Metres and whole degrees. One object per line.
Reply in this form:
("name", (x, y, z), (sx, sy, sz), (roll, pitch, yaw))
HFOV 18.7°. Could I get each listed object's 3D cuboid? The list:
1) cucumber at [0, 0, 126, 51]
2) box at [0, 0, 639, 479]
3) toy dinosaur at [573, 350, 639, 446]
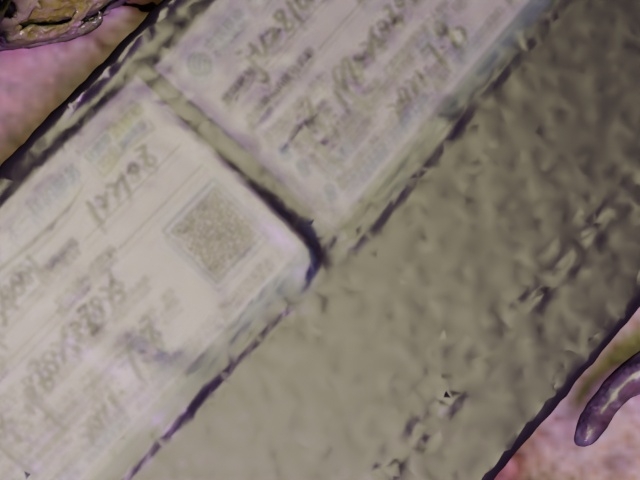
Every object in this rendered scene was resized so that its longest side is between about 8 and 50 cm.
("cucumber", (-0.121, -0.196, 0.712), (0.067, 0.067, 0.245), (-14, 88, -13))
("box", (0.000, 0.000, 0.722), (0.211, 0.058, 0.350), (44, 78, -2))
("toy dinosaur", (0.119, 0.169, 0.722), (0.162, 0.077, 0.294), (39, 64, -1))
